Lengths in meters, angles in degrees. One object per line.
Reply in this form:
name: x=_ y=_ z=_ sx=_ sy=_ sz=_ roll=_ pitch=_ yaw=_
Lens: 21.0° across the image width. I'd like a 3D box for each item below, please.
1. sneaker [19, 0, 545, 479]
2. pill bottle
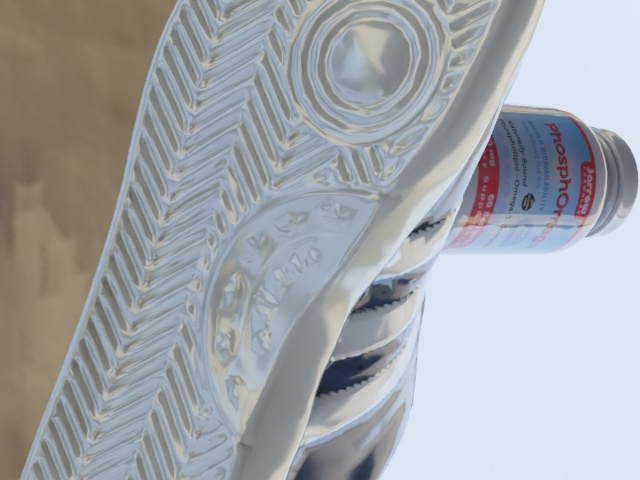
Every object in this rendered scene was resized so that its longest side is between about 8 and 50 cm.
sneaker: x=0.000 y=0.000 z=0.685 sx=0.131 sy=0.350 sz=0.148 roll=32 pitch=-168 yaw=25
pill bottle: x=0.104 y=-0.035 z=0.971 sx=0.160 sy=0.087 sz=0.087 roll=0 pitch=-117 yaw=-41
